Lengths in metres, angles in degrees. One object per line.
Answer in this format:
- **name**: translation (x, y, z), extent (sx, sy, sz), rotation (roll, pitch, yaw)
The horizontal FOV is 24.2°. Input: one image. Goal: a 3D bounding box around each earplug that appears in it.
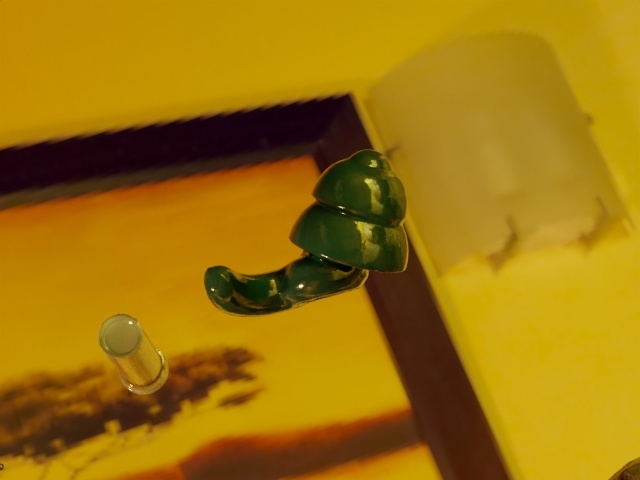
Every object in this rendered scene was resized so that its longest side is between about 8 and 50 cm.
- **earplug**: translation (-0.006, -0.003, 2.022), extent (0.257, 0.164, 0.280), rotation (21, -82, -10)

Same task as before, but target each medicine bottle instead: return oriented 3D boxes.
- **medicine bottle**: translation (-0.264, 0.161, 2.108), extent (0.074, 0.074, 0.218), rotation (-21, -17, -4)

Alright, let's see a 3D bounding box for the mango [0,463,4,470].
- **mango**: translation (-0.435, 0.260, 1.660), extent (0.161, 0.076, 0.103), rotation (-14, 2, 11)

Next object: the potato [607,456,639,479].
- **potato**: translation (0.411, 0.362, 1.685), extent (0.173, 0.210, 0.307), rotation (-54, -31, -22)
